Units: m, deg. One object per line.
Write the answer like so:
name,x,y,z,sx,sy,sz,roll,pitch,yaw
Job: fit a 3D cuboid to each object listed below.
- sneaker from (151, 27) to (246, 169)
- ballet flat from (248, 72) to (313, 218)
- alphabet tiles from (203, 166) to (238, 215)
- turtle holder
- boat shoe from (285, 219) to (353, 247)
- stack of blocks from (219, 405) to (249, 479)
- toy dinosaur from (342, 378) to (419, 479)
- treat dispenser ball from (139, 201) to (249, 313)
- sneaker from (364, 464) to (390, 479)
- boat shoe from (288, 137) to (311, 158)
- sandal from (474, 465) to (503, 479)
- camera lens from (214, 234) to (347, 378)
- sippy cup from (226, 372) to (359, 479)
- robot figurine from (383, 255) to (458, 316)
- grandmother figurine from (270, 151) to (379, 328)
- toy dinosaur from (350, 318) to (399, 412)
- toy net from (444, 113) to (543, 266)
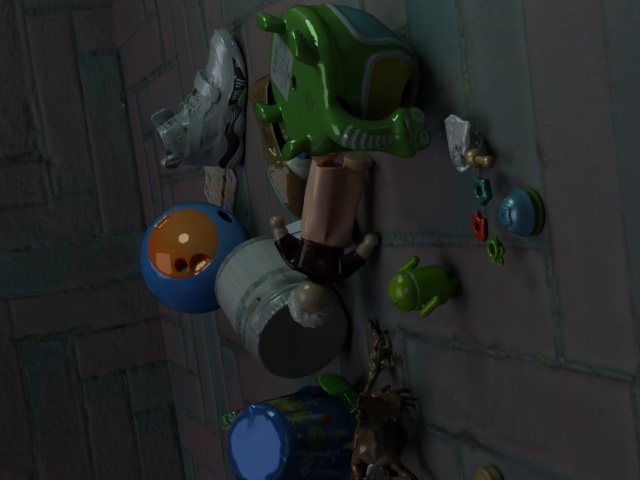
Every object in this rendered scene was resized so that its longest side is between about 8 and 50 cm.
sneaker,-0.298,-0.333,2.460,0.137,0.210,0.366,-129,36,-51
ballet flat,-0.058,-0.214,2.073,0.124,0.116,0.342,-43,53,43
alphabet tiles,-0.283,-0.193,2.751,0.284,0.021,0.278,101,151,-44
turtle holder,0.044,-0.257,1.591,0.320,0.227,0.243,-161,64,-66
boat shoe,-0.008,-0.001,2.022,0.258,0.095,0.084,159,104,-69
stack of blocks,-0.154,0.552,2.339,0.171,0.087,0.297,-117,15,-51
toy dinosaur,0.107,0.350,1.860,0.295,0.127,0.200,147,119,-81
treat dispenser ball,-0.319,0.044,2.572,0.288,0.288,0.288,170,90,-69
sneaker,0.100,0.494,2.018,0.065,0.061,0.158,-120,29,-55
boat shoe,-0.006,-0.281,1.913,0.109,0.089,0.258,31,124,47
sandal,0.244,0.475,1.604,0.088,0.079,0.240,-144,48,-61
camera lens,-0.087,0.132,2.110,0.274,0.219,0.219,-131,37,-53
sippy cup,-0.062,0.412,2.042,0.240,0.224,0.306,4,86,37
robot figurine,0.159,0.076,1.595,0.067,0.115,0.101,104,149,-48
grandmother figurine,0.000,0.000,1.868,0.207,0.104,0.343,17,108,24
toy dinosaur,0.105,0.232,1.874,0.092,0.053,0.183,134,149,-64
toy net,0.236,-0.082,1.433,0.122,0.045,0.232,104,150,-50
